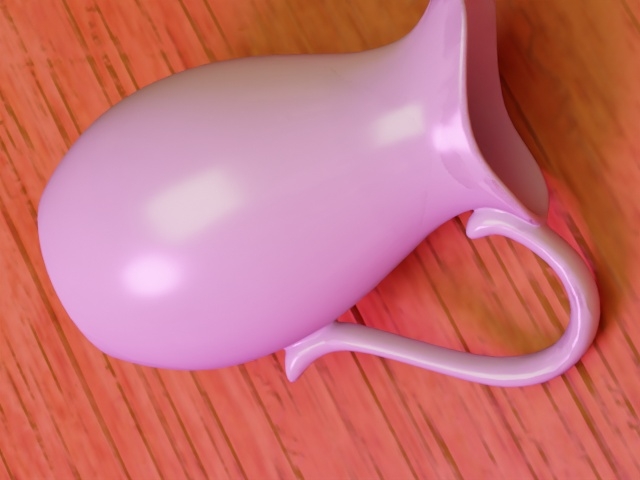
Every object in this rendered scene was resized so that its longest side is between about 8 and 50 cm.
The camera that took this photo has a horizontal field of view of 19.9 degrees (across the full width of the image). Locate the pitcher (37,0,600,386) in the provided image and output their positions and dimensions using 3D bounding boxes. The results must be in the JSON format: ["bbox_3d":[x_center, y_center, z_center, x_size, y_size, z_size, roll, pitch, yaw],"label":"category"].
[{"bbox_3d":[0.000,0.000,0.768,0.207,0.125,0.178,-22,93,19],"label":"pitcher"}]
